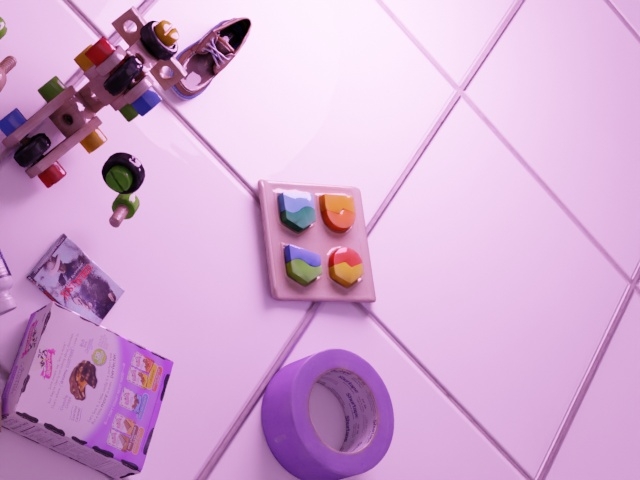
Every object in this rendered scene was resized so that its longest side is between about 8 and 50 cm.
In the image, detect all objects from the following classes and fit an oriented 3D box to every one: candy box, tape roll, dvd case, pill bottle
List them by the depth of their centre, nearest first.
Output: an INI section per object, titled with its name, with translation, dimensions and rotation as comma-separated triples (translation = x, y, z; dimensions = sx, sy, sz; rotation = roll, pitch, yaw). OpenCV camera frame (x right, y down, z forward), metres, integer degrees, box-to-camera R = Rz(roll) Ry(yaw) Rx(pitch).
[pill bottle]
translation = -0.438, 0.041, 1.847
dimensions = 0.067, 0.067, 0.120
rotation = -21, 87, -41
[candy box]
translation = -0.310, 0.199, 1.884
dimensions = 0.196, 0.070, 0.164
rotation = 31, 57, -26
[dvd case]
translation = -0.334, 0.060, 1.956
dimensions = 0.119, 0.013, 0.087
rotation = 45, 52, -14
[tape roll]
translation = 0.012, 0.259, 2.104
dimensions = 0.189, 0.080, 0.189
rotation = 14, 65, -33

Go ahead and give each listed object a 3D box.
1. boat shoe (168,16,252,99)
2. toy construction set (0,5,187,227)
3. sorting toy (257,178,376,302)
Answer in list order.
[boat shoe]
translation = -0.167, -0.288, 2.185
dimensions = 0.066, 0.066, 0.183
rotation = 44, 52, -16
[toy construction set]
translation = -0.333, -0.228, 1.975
dimensions = 0.309, 0.257, 0.237
rotation = 27, 36, -1
[sorting toy]
translation = 0.000, 0.000, 2.222
dimensions = 0.208, 0.038, 0.193
rotation = 5, 70, -37
